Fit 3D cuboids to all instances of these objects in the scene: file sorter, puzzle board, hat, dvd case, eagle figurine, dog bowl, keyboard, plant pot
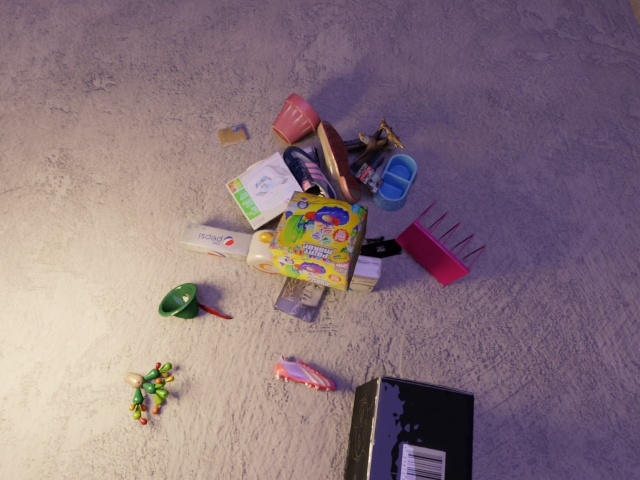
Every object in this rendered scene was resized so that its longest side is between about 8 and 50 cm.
[{"bbox_3d":[0.506,0.007,1.733,0.291,0.202,0.182,44,67,6],"label":"file sorter"},{"bbox_3d":[-0.425,-0.505,1.996,0.128,0.011,0.096,-19,69,-12],"label":"puzzle board"},{"bbox_3d":[-0.513,0.292,1.652,0.209,0.183,0.173,9,50,46],"label":"hat"},{"bbox_3d":[-0.076,0.211,1.719,0.165,0.018,0.221,22,68,5],"label":"dvd case"},{"bbox_3d":[0.212,-0.434,1.938,0.225,0.298,0.226,43,23,-25],"label":"eagle figurine"},{"bbox_3d":[0.220,-0.278,1.845,0.119,0.013,0.087,39,69,-10],"label":"dvd case"},{"bbox_3d":[0.353,-0.279,1.924,0.166,0.074,0.297,26,69,6],"label":"dog bowl"},{"bbox_3d":[0.259,0.029,1.819,0.192,0.038,0.100,-10,92,-10],"label":"keyboard"},{"bbox_3d":[-0.125,-0.556,1.952,0.201,0.201,0.180,41,86,12],"label":"plant pot"}]

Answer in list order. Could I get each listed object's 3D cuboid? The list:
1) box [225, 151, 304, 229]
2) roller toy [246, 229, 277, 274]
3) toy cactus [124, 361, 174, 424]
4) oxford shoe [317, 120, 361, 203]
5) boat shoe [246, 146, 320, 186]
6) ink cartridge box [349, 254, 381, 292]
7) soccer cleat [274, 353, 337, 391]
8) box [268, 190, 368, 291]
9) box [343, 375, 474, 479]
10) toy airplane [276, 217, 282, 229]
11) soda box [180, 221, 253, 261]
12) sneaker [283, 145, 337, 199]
[{"bbox_3d":[-0.226,-0.203,1.759,0.262,0.127,0.231,-32,89,-2],"label":"box"},{"bbox_3d":[-0.198,0.044,1.684,0.209,0.191,0.146,29,60,-36],"label":"roller toy"},{"bbox_3d":[-0.641,0.536,1.508,0.181,0.112,0.219,20,76,15],"label":"toy cactus"},{"bbox_3d":[0.047,-0.338,1.849,0.140,0.147,0.396,-7,78,-52],"label":"oxford shoe"},{"bbox_3d":[-0.157,-0.304,1.877,0.341,0.127,0.158,-18,86,0],"label":"boat shoe"},{"bbox_3d":[0.153,0.135,1.666,0.148,0.203,0.085,8,67,0],"label":"ink cartridge box"},{"bbox_3d":[-0.053,0.506,1.568,0.248,0.083,0.095,13,63,4],"label":"soccer cleat"},{"bbox_3d":[0.000,0.000,1.521,0.290,0.177,0.279,13,57,11],"label":"box"},{"bbox_3d":[0.246,0.707,1.290,0.298,0.471,0.479,11,67,-1],"label":"box"},{"bbox_3d":[-0.180,-0.105,1.836,0.151,0.028,0.151,0,79,0],"label":"toy airplane"},{"bbox_3d":[-0.430,0.009,1.738,0.286,0.091,0.098,11,67,0],"label":"soda box"},{"bbox_3d":[-0.056,-0.269,1.758,0.319,0.112,0.131,48,28,-1],"label":"sneaker"}]
